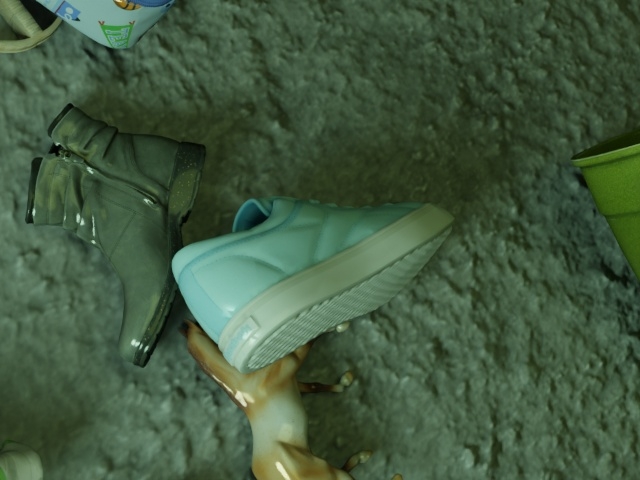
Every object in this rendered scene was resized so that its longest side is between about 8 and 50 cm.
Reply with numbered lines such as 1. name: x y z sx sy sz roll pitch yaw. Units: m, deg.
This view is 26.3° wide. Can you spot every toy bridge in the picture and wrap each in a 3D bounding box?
1. toy bridge: -0.303 -0.223 1.372 0.188 0.026 0.063 -38 91 -34

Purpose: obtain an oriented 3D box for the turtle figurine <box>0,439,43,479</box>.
1. turtle figurine: -0.374 0.244 1.113 0.266 0.275 0.198 6 44 -46

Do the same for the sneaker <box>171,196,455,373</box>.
1. sneaker: 0.000 0.000 1.354 0.150 0.135 0.366 49 34 14

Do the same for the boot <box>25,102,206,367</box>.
1. boot: -0.210 -0.005 1.320 0.161 0.083 0.246 13 65 -9

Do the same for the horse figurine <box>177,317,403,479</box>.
1. horse figurine: -0.021 0.184 1.338 0.174 0.066 0.263 -5 70 -36

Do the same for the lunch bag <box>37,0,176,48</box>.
1. lunch bag: -0.222 -0.351 1.391 0.243 0.115 0.303 35 48 -12

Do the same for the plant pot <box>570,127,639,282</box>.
1. plant pot: 0.513 0.013 1.541 0.366 0.366 0.353 -22 94 -32
